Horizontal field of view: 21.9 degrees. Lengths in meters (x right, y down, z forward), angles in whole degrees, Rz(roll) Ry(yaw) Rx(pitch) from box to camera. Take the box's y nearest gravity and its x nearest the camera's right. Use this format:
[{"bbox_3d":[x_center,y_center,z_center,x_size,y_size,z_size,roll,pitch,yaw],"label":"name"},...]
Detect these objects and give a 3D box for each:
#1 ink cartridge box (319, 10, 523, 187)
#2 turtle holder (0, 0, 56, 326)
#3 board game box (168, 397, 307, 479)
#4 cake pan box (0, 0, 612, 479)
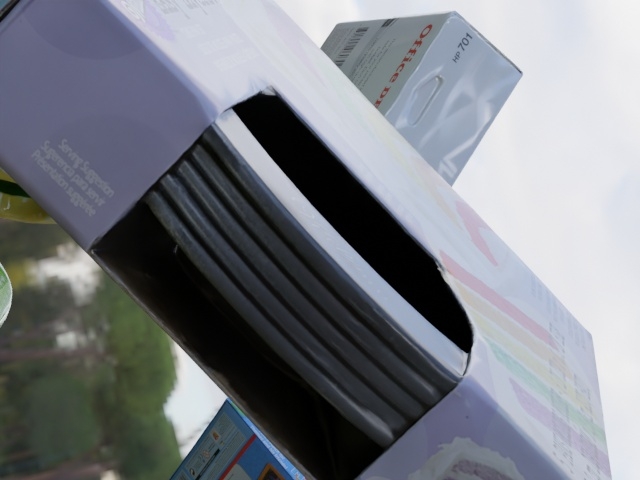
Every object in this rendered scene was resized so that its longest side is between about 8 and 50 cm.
[{"bbox_3d":[0.045,-0.094,1.254,0.082,0.139,0.190,39,-12,-25],"label":"ink cartridge box"},{"bbox_3d":[-0.175,-0.109,0.939,0.243,0.320,0.227,50,2,-34],"label":"turtle holder"},{"bbox_3d":[-0.047,0.271,1.631,0.211,0.039,0.160,49,-47,15],"label":"board game box"},{"bbox_3d":[0.000,0.000,0.606,0.246,0.070,0.267,44,13,-1],"label":"cake pan box"}]
